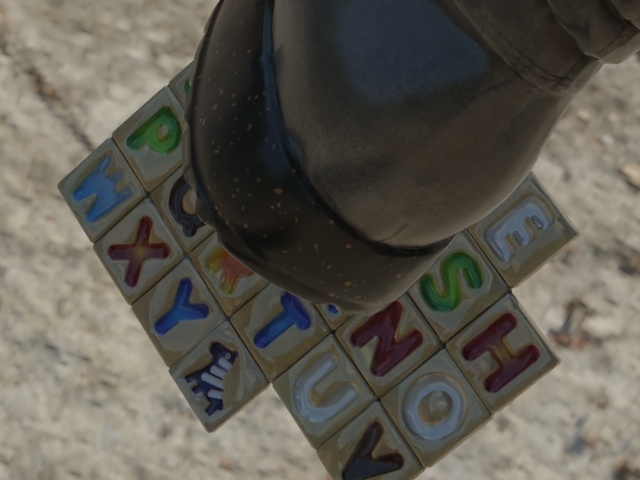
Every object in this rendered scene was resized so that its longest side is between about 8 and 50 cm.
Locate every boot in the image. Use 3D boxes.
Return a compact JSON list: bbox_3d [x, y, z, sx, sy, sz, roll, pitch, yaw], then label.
[{"bbox_3d":[0.058,-0.158,0.552,0.118,0.222,0.338,19,46,-33],"label":"boot"}]

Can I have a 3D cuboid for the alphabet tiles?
[{"bbox_3d":[0.000,0.000,0.838,0.237,0.198,0.009,56,15,24],"label":"alphabet tiles"}]
